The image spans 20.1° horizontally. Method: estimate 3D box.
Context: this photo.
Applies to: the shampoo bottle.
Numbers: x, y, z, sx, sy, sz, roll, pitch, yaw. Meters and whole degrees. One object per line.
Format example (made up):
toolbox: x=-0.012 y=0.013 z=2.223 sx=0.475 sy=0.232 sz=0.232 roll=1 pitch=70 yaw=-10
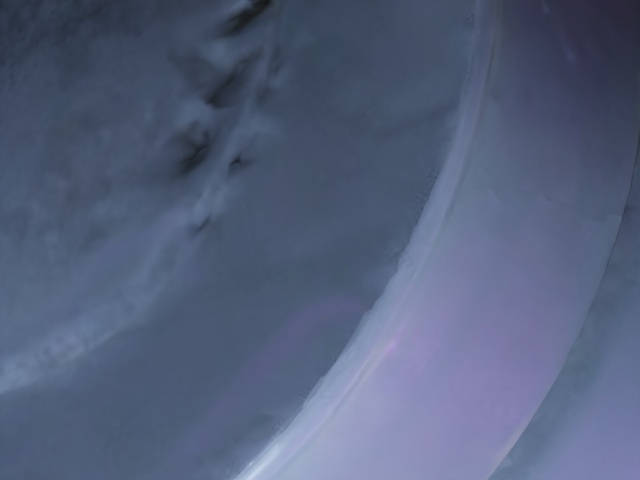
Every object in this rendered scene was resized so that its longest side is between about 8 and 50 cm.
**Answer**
shampoo bottle: x=0.000 y=0.000 z=0.473 sx=0.273 sy=0.273 sz=0.266 roll=26 pitch=180 yaw=40
